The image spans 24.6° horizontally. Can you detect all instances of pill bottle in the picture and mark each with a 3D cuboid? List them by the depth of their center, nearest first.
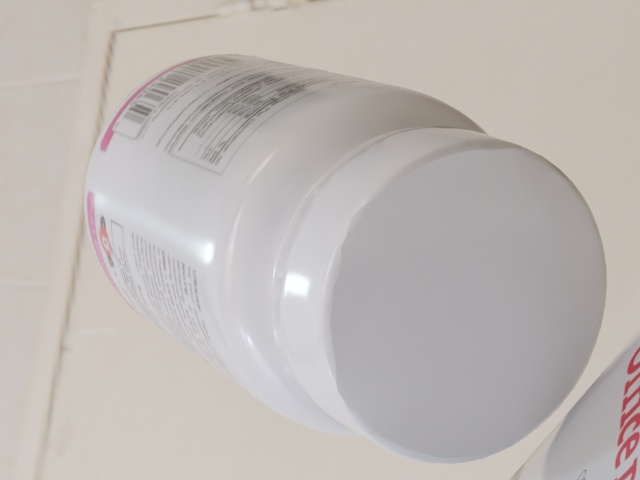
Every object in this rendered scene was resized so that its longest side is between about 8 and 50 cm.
[{"bbox_3d":[0.000,0.000,0.708,0.160,0.283,0.160,-6,-76,-24],"label":"pill bottle"}]

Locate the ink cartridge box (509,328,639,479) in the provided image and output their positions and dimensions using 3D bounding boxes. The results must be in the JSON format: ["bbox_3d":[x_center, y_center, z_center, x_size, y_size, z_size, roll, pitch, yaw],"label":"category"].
[{"bbox_3d":[0.093,0.192,0.537,0.129,0.307,0.223,34,-153,-1],"label":"ink cartridge box"}]
